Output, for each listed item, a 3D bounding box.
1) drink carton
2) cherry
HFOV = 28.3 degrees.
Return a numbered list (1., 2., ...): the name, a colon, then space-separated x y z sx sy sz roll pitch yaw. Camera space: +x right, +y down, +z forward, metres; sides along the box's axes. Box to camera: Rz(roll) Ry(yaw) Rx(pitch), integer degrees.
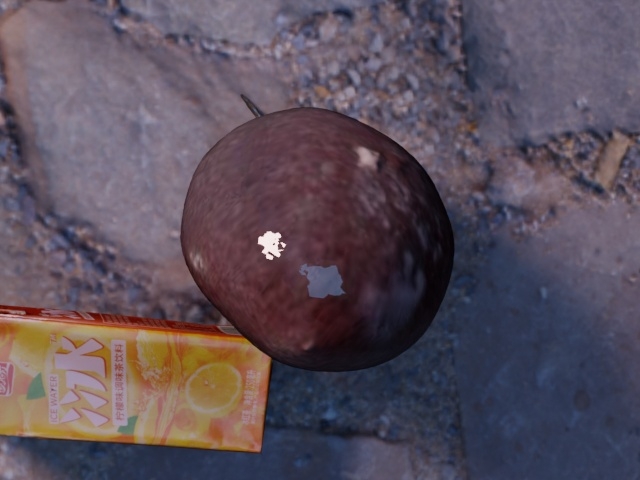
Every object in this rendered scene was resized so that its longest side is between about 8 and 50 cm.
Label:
1. drink carton: -0.156 0.110 1.005 0.223 0.071 0.096 7 93 -14
2. cherry: 0.000 0.000 0.974 0.213 0.266 0.183 18 124 -14
